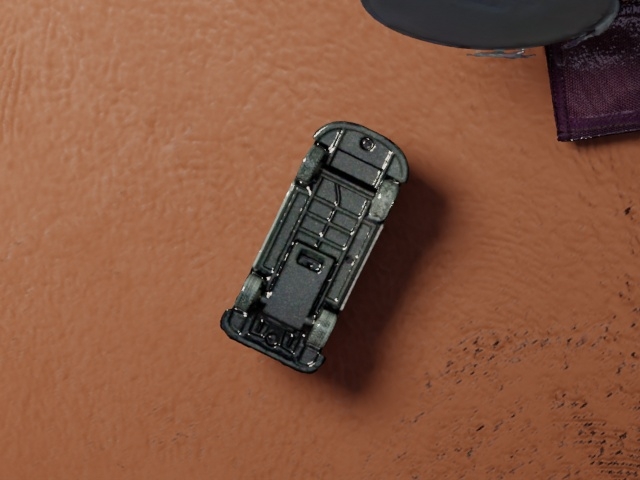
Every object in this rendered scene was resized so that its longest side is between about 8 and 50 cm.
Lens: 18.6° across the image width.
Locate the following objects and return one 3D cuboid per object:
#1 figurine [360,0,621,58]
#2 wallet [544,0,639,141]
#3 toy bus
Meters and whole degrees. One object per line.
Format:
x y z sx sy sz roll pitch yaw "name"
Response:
0.137 -0.356 1.385 0.276 0.248 0.388 14 70 -26 "figurine"
0.257 -0.136 1.504 0.166 0.030 0.111 -7 120 7 "wallet"
0.000 0.000 1.528 0.087 0.089 0.194 25 96 0 "toy bus"
